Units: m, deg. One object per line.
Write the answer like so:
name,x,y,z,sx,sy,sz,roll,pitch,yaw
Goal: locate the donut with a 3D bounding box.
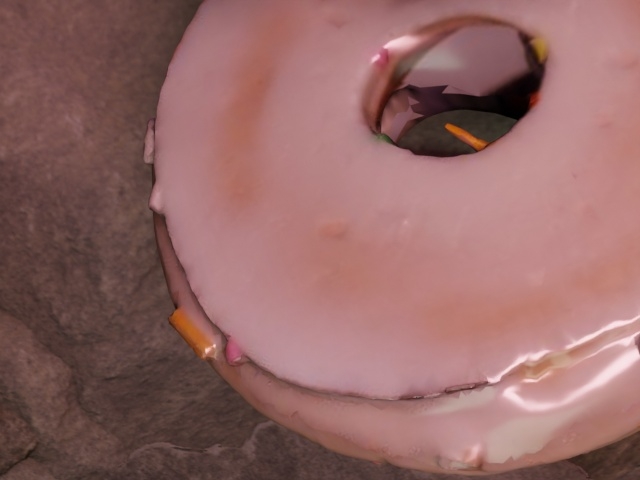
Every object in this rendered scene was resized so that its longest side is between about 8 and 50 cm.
donut,0.088,-0.051,0.595,0.383,0.382,0.142,-3,156,18
